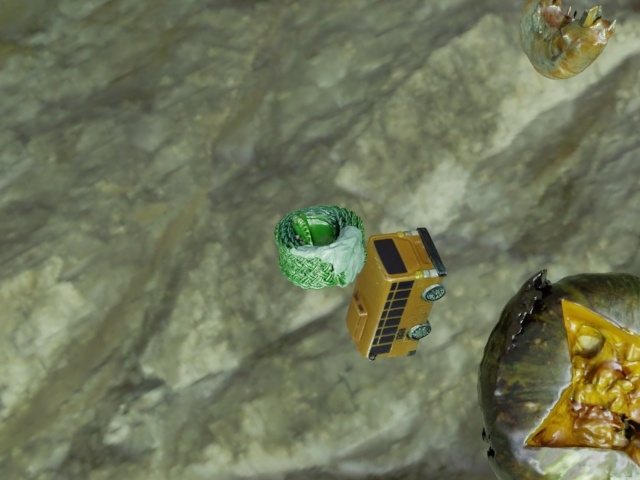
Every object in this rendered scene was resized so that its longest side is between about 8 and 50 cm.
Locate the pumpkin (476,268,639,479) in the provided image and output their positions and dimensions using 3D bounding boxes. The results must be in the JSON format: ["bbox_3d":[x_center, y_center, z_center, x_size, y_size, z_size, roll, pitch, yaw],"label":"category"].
[{"bbox_3d":[0.334,0.188,1.225,0.320,0.320,0.192,-29,169,-10],"label":"pumpkin"}]

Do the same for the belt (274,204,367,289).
[{"bbox_3d":[0.000,0.000,1.390,0.121,0.079,0.151,-4,-152,3],"label":"belt"}]

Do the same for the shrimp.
[{"bbox_3d":[0.283,-0.257,1.242,0.051,0.132,0.187,-24,-173,-18],"label":"shrimp"}]

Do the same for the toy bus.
[{"bbox_3d":[0.106,0.085,1.546,0.114,0.201,0.098,-6,-130,-18],"label":"toy bus"}]
